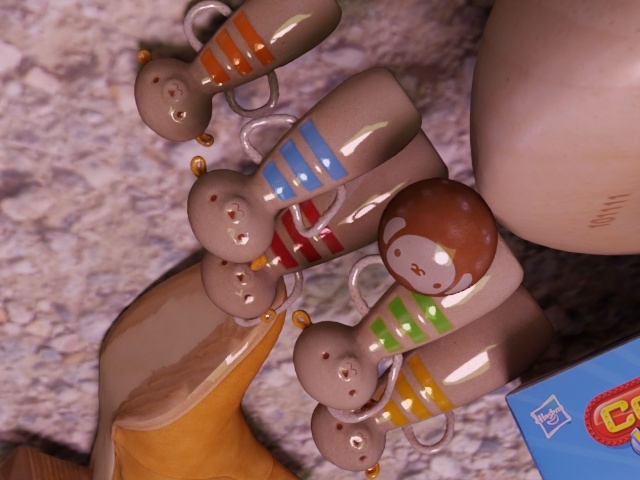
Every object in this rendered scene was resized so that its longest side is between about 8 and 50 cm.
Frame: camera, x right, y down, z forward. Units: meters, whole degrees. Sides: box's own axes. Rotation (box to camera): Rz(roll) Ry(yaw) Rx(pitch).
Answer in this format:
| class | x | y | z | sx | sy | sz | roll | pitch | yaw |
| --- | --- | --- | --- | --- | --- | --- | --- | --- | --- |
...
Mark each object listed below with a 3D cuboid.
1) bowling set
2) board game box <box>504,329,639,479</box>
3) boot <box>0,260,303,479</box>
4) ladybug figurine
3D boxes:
| class | x | y | z | sx | sy | sz | roll | pitch | yaw |
| --- | --- | --- | --- | --- | --- | --- | --- | --- | --- |
| bowling set | 0.000 | 0.000 | 0.631 | 0.154 | 0.200 | 0.287 | -34 | 93 | 5 |
| board game box | 0.272 | 0.067 | 0.755 | 0.302 | 0.086 | 0.308 | -26 | 171 | 7 |
| boot | -0.068 | 0.142 | 0.852 | 0.211 | 0.104 | 0.295 | 30 | 117 | -37 |
| ladybug figurine | 0.281 | -0.125 | 0.647 | 0.449 | 0.162 | 0.305 | -12 | 157 | -11 |
